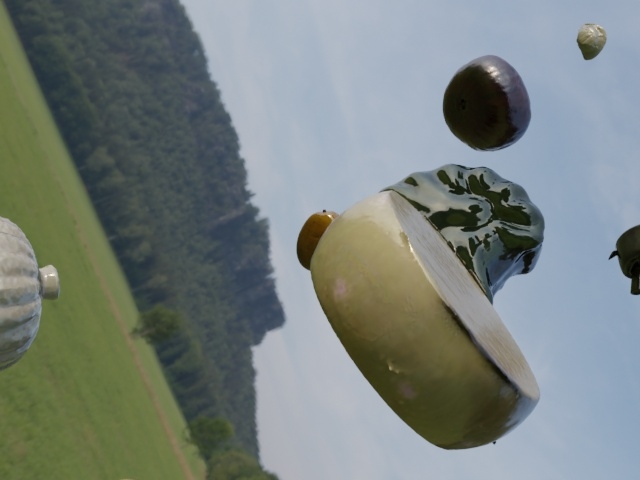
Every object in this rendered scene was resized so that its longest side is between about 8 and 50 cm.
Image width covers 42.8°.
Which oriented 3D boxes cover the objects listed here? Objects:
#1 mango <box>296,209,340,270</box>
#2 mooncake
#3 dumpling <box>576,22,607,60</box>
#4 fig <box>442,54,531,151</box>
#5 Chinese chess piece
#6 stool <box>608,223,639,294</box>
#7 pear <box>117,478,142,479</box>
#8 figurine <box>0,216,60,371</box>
[{"bbox_3d":[0.000,0.000,1.448,0.060,0.080,0.114,-56,169,-74],"label":"mango"},{"bbox_3d":[0.238,0.011,1.534,0.351,0.351,0.187,54,-10,38],"label":"mooncake"},{"bbox_3d":[0.563,-0.417,1.692,0.043,0.060,0.077,51,43,-42],"label":"dumpling"},{"bbox_3d":[0.416,-0.336,2.009,0.235,0.215,0.234,-176,-90,-81],"label":"fig"},{"bbox_3d":[0.096,0.072,0.752,0.251,0.097,0.250,48,15,-17],"label":"Chinese chess piece"},{"bbox_3d":[0.810,0.036,1.931,0.153,0.228,0.139,33,43,-38],"label":"stool"},{"bbox_3d":[-0.241,0.345,0.943,0.141,0.141,0.104,58,9,29],"label":"pear"},{"bbox_3d":[-0.432,0.085,0.802,0.185,0.332,0.204,44,-17,43],"label":"figurine"}]
